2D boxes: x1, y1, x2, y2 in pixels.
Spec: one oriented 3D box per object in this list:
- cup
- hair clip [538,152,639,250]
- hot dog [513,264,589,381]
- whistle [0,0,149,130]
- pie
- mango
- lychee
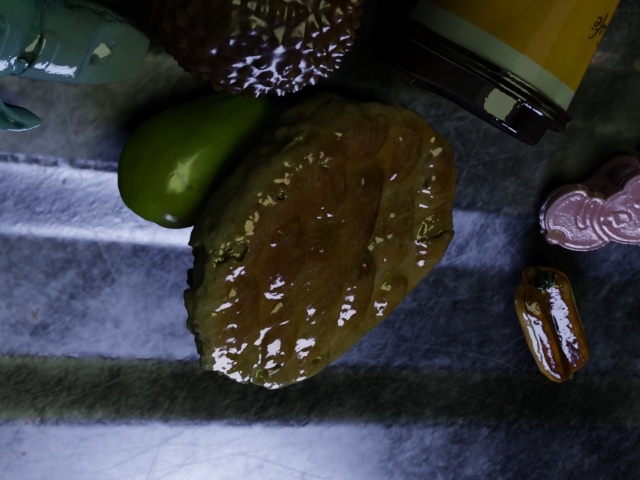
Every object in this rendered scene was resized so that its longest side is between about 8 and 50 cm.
[{"bbox_3d":[0.202,-0.238,1.635,0.196,0.196,0.279,30,93,-43],"label":"cup"},{"bbox_3d":[0.321,-0.030,1.912,0.138,0.102,0.123,-27,129,-15],"label":"hair clip"},{"bbox_3d":[0.264,0.094,1.993,0.072,0.055,0.188,-35,134,-12],"label":"hot dog"},{"bbox_3d":[-0.263,-0.178,1.424,0.274,0.093,0.186,8,116,-41],"label":"whistle"},{"bbox_3d":[0.000,0.000,1.661,0.339,0.083,0.339,-31,142,-28],"label":"pie"},{"bbox_3d":[-0.110,-0.072,1.598,0.163,0.089,0.117,-21,127,-22],"label":"mango"},{"bbox_3d":[-0.059,-0.220,1.454,0.200,0.200,0.238,-23,150,-19],"label":"lychee"}]
